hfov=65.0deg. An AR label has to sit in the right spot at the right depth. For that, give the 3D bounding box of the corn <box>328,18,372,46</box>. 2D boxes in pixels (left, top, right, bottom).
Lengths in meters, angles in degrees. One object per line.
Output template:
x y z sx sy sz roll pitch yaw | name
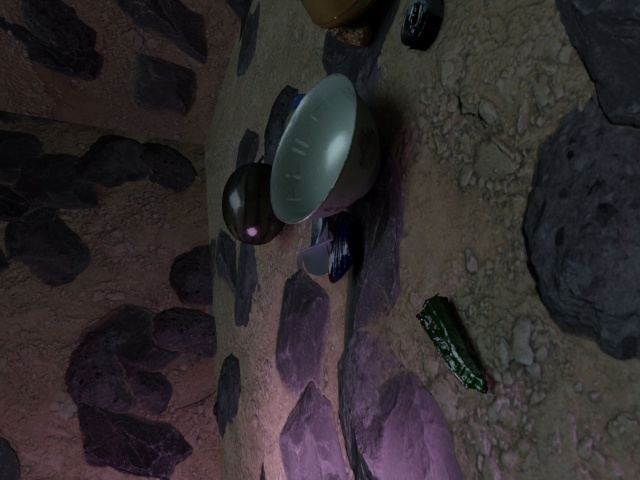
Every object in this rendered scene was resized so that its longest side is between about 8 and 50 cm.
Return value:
0.095 -0.669 1.597 0.253 0.086 0.086 54 133 53 | corn

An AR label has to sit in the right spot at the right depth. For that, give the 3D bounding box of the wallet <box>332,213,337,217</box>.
0.043 -0.166 1.606 0.119 0.025 0.232 -42 34 5 | wallet

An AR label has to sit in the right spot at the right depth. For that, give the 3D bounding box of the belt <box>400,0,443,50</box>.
0.250 -0.544 1.245 0.105 0.058 0.140 41 121 58 | belt

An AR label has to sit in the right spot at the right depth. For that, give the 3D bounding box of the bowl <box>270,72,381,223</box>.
0.045 -0.231 1.430 0.434 0.195 0.435 -33 49 48 | bowl

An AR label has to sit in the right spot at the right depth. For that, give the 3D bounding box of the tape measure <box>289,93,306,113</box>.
-0.032 -0.411 1.815 0.351 0.097 0.216 38 120 60 | tape measure

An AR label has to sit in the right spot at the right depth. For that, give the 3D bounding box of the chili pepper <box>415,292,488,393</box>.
0.276 0.214 1.018 0.088 0.059 0.227 -64 32 29 | chili pepper

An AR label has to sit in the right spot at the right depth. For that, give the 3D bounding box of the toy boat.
0.012 0.050 1.552 0.318 0.071 0.219 -41 42 36 | toy boat

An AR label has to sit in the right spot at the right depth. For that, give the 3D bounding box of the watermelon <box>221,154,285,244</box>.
-0.259 -0.161 2.041 0.278 0.278 0.360 178 96 -66 | watermelon

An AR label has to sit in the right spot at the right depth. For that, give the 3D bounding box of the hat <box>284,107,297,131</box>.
-0.045 -0.375 1.674 0.257 0.130 0.258 1 91 44 | hat

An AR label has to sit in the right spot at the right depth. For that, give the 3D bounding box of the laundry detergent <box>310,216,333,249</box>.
-0.001 0.000 1.683 0.096 0.061 0.207 3 87 59 | laundry detergent

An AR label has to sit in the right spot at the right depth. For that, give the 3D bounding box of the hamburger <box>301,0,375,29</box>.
0.077 -0.765 1.488 0.300 0.176 0.301 -31 41 31 | hamburger
